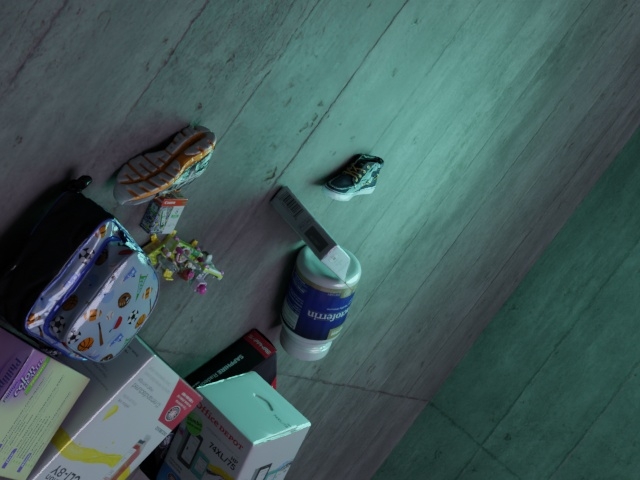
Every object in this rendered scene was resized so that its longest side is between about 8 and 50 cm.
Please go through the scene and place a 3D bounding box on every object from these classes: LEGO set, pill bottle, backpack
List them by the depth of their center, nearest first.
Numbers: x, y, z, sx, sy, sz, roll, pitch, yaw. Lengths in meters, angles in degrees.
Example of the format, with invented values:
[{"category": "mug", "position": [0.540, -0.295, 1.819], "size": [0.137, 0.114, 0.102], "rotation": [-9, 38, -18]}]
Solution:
[{"category": "backpack", "position": [-0.389, 0.076, 1.690], "size": [0.276, 0.213, 0.263], "rotation": [-49, 163, -9]}, {"category": "LEGO set", "position": [-0.285, 0.063, 1.920], "size": [0.287, 0.107, 0.132], "rotation": [-7, 130, -53]}, {"category": "pill bottle", "position": [-0.009, 0.147, 2.390], "size": [0.153, 0.153, 0.264], "rotation": [-24, 143, -42]}]

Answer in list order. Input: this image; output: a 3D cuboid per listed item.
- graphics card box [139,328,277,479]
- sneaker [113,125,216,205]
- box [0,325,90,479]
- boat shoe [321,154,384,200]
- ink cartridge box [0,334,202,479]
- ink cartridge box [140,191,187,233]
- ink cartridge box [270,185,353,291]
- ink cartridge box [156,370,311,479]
[{"category": "graphics card box", "position": [-0.261, 0.394, 2.378], "size": [0.371, 0.094, 0.232], "rotation": [-33, 148, -29]}, {"category": "sneaker", "position": [-0.264, -0.114, 1.766], "size": [0.215, 0.084, 0.083], "rotation": [-35, 154, -30]}, {"category": "box", "position": [-0.533, 0.273, 1.719], "size": [0.213, 0.117, 0.243], "rotation": [-59, 163, -12]}, {"category": "boat shoe", "position": [0.072, -0.144, 2.260], "size": [0.183, 0.065, 0.083], "rotation": [-18, 136, -55]}, {"category": "ink cartridge box", "position": [-0.451, 0.359, 1.974], "size": [0.384, 0.160, 0.279], "rotation": [-46, 152, -10]}, {"category": "ink cartridge box", "position": [-0.277, -0.066, 1.857], "size": [0.063, 0.029, 0.115], "rotation": [-3, 127, -55]}, {"category": "ink cartridge box", "position": [0.000, 0.000, 2.184], "size": [0.066, 0.189, 0.232], "rotation": [-44, 153, 5]}, {"category": "ink cartridge box", "position": [-0.193, 0.464, 2.251], "size": [0.197, 0.198, 0.270], "rotation": [-8, 129, -51]}]
